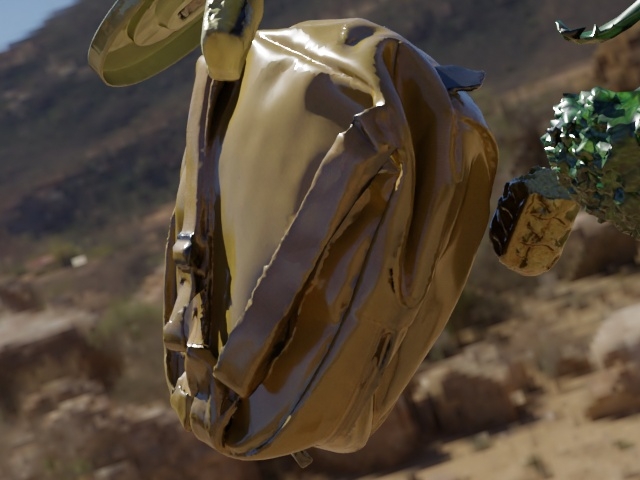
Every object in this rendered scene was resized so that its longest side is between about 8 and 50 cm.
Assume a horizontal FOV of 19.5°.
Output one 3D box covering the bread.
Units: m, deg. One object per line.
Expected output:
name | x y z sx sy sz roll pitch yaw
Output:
bread | 0.173 -0.018 1.509 0.060 0.066 0.110 -42 -20 -37

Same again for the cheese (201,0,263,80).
cheese | -0.045 -0.121 0.991 0.030 0.083 0.044 5 -40 2

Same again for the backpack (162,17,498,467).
backpack | -0.006 -0.002 1.555 0.201 0.378 0.353 14 17 -30

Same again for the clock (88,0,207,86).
clock | -0.131 -0.237 1.826 0.235 0.029 0.235 -42 -9 -8

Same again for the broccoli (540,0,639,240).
broccoli | 0.226 -0.117 0.830 0.297 0.297 0.297 -25 -6 -3
